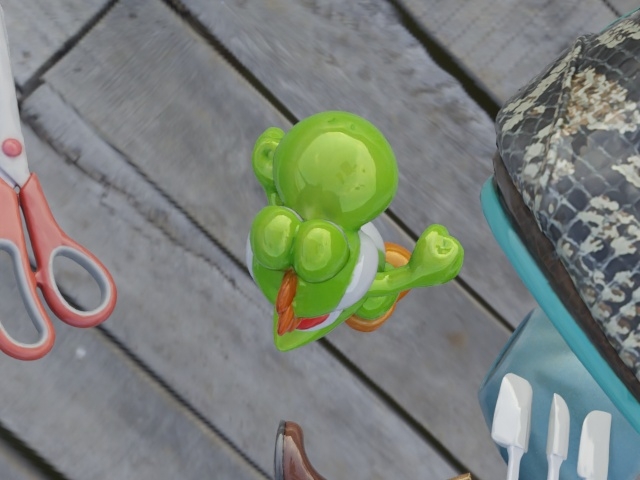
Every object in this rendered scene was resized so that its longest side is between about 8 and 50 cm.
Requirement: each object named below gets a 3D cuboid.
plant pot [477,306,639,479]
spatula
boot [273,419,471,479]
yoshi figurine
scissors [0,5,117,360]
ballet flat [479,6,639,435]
[{"bbox_3d":[0.315,0.192,1.646,0.195,0.290,0.290,34,96,5],"label":"plant pot"},{"bbox_3d":[0.245,0.279,1.414,0.168,0.019,0.242,26,63,-31],"label":"spatula"},{"bbox_3d":[0.080,0.362,1.838,0.280,0.096,0.264,-10,66,-7],"label":"boot"},{"bbox_3d":[0.020,-0.020,1.240,0.203,0.362,0.203,-17,82,4],"label":"yoshi figurine"},{"bbox_3d":[-0.245,-0.053,1.010,0.109,0.021,0.297,-17,80,-31],"label":"scissors"},{"bbox_3d":[0.219,0.113,0.359,0.182,0.164,0.483,-37,68,28],"label":"ballet flat"}]
